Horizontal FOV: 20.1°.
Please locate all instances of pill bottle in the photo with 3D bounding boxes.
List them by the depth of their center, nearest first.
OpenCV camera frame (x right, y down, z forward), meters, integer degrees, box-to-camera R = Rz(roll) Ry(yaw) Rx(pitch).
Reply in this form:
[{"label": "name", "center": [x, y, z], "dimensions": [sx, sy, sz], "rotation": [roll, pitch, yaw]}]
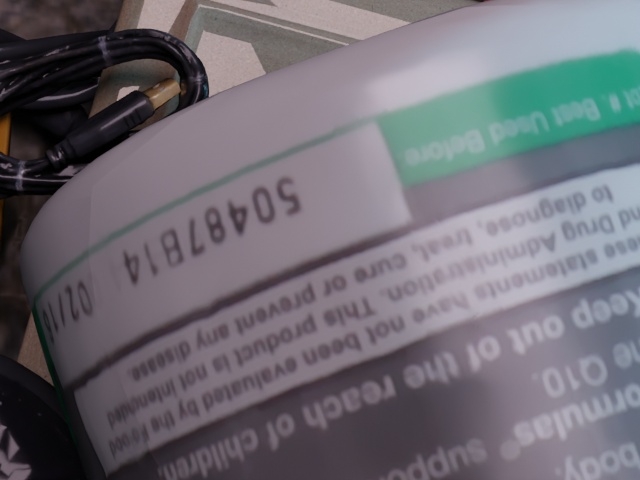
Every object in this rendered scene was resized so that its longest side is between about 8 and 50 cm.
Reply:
[{"label": "pill bottle", "center": [0.068, 0.134, 0.482], "dimensions": [0.204, 0.204, 0.361], "rotation": [-16, 79, -20]}]

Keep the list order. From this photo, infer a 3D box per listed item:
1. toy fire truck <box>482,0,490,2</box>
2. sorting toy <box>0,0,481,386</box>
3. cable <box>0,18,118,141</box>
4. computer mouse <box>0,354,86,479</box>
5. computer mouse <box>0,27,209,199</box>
[{"label": "toy fire truck", "center": [0.098, -0.149, 0.758], "dimensions": [0.192, 0.047, 0.135], "rotation": [-34, 74, -27]}, {"label": "sorting toy", "center": [0.000, 0.000, 0.633], "dimensions": [0.347, 0.047, 0.196], "rotation": [16, 79, 0]}, {"label": "cable", "center": [-0.100, -0.127, 0.708], "dimensions": [0.150, 0.047, 0.185], "rotation": [20, 62, 4]}, {"label": "computer mouse", "center": [-0.117, 0.168, 0.529], "dimensions": [0.188, 0.072, 0.272], "rotation": [1, 74, -15]}, {"label": "computer mouse", "center": [-0.137, 0.009, 0.580], "dimensions": [0.242, 0.041, 0.071], "rotation": [-41, 83, -8]}]
